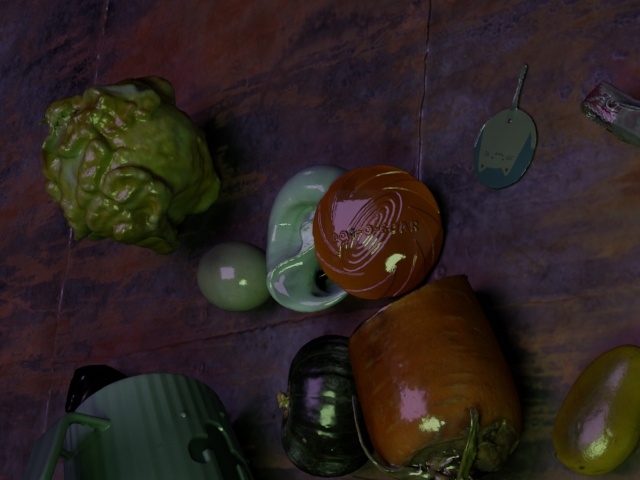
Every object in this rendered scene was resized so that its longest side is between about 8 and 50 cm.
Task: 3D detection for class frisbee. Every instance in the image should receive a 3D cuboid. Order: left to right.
[{"bbox_3d":[0.076,-0.012,1.803,0.192,0.035,0.192,-1,87,17],"label":"frisbee"}]

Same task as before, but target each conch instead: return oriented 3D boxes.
[{"bbox_3d":[0.004,0.000,1.894,0.185,0.121,0.221,15,88,46],"label":"conch"}]

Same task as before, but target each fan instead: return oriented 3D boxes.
[{"bbox_3d":[0.255,-0.154,1.738,0.113,0.005,0.175,11,85,52],"label":"fan"}]

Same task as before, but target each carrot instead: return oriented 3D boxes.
[{"bbox_3d":[0.142,0.197,1.584,0.193,0.214,0.331,-44,50,33],"label":"carrot"}]

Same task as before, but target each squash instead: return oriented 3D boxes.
[{"bbox_3d":[0.016,0.227,1.758,0.193,0.155,0.193,-62,-4,-7],"label":"squash"}]

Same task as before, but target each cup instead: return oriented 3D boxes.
[{"bbox_3d":[-0.235,0.393,1.844,0.310,0.401,0.392,-22,45,-1],"label":"cup"}]

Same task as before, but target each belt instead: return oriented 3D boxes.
[{"bbox_3d":[0.402,-0.121,1.501,0.232,0.071,0.053,38,99,47],"label":"belt"}]

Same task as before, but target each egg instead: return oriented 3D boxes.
[{"bbox_3d":[-0.136,0.057,2.048,0.152,0.114,0.114,4,80,53],"label":"egg"}]

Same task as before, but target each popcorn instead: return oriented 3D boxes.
[{"bbox_3d":[-0.327,-0.119,2.189,0.312,0.312,0.312,-22,60,45],"label":"popcorn"}]

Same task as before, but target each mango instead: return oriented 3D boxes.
[{"bbox_3d":[0.326,0.192,1.466,0.103,0.076,0.161,33,99,56],"label":"mango"}]

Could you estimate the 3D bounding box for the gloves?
[{"bbox_3d":[-0.361,0.299,2.243,0.203,0.124,0.164,-2,93,58],"label":"gloves"}]
